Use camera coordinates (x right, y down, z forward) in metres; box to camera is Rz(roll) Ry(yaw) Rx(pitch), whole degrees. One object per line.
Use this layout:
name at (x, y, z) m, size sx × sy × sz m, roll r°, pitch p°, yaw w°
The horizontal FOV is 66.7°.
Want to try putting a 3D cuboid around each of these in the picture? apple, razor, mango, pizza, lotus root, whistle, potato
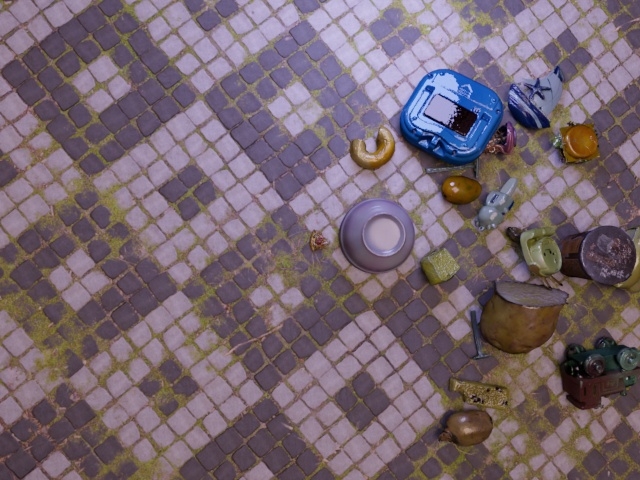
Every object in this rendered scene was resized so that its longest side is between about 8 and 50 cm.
apple at (1.212, 0.080, 1.888) m, size 0.193 × 0.120 × 0.265 m, roll 26°, pitch 88°, yaw -17°
razor at (0.595, 0.356, 1.852) m, size 0.068 × 0.037 × 0.191 m, roll -11°, pitch 87°, yaw -2°
mango at (0.535, -0.188, 1.841) m, size 0.163 × 0.089 × 0.111 m, roll 13°, pitch 86°, yaw -13°
pizza at (0.000, 0.000, 1.810) m, size 0.078 × 0.025 × 0.083 m, roll 2°, pitch 87°, yaw -3°
razor at (0.507, -0.278, 1.872) m, size 0.211 × 0.036 × 0.084 m, roll -5°, pitch 108°, yaw -1°
lotus root at (0.535, 0.696, 1.798) m, size 0.220 × 0.118 × 0.125 m, roll -11°, pitch 72°, yaw -9°
whistle at (0.676, -0.133, 1.850) m, size 0.092 × 0.110 × 0.244 m, roll 39°, pitch 83°, yaw -35°
lotus root at (0.756, -0.020, 1.874) m, size 0.099 × 0.049 × 0.054 m, roll 35°, pitch 60°, yaw -9°
potato at (0.737, 0.298, 1.781) m, size 0.288 × 0.301 × 0.237 m, roll 7°, pitch 104°, yaw 21°

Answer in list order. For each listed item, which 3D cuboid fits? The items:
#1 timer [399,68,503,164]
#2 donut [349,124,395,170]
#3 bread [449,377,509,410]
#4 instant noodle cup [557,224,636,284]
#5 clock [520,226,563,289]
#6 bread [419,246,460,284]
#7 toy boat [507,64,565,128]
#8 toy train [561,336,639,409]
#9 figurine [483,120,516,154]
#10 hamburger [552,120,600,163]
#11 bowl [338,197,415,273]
timer at (0.485, -0.462, 1.804) m, size 0.340 × 0.115 × 0.309 m, roll 31°, pitch 86°, yaw 10°
donut at (0.204, -0.345, 1.819) m, size 0.181 × 0.078 × 0.146 m, roll -25°, pitch 88°, yaw -5°
bread at (0.598, 0.581, 1.839) m, size 0.226 × 0.049 × 0.088 m, roll 10°, pitch 87°, yaw -5°
instant noodle cup at (1.012, 0.057, 1.821) m, size 0.217 × 0.207 × 0.218 m, roll 0°, pitch 88°, yaw -7°
clock at (0.843, 0.067, 1.830) m, size 0.170 × 0.069 × 0.232 m, roll -7°, pitch 80°, yaw -38°
bread at (0.440, 0.100, 1.810) m, size 0.129 × 0.111 × 0.114 m, roll -29°, pitch 87°, yaw -24°
toy boat at (0.842, -0.579, 1.900) m, size 0.210 × 0.070 × 0.292 m, roll 24°, pitch 82°, yaw -9°
toy train at (1.074, 0.505, 1.852) m, size 0.304 × 0.150 × 0.222 m, roll -9°, pitch 99°, yaw -7°
figurine at (0.674, -0.373, 1.860) m, size 0.157 × 0.126 × 0.114 m, roll -26°, pitch 134°, yaw 17°
hamburger at (0.990, -0.374, 1.890) m, size 0.189 × 0.093 × 0.164 m, roll 3°, pitch 86°, yaw -7°
bowl at (0.216, -0.018, 1.775) m, size 0.286 × 0.144 × 0.287 m, roll 0°, pitch 88°, yaw -5°
